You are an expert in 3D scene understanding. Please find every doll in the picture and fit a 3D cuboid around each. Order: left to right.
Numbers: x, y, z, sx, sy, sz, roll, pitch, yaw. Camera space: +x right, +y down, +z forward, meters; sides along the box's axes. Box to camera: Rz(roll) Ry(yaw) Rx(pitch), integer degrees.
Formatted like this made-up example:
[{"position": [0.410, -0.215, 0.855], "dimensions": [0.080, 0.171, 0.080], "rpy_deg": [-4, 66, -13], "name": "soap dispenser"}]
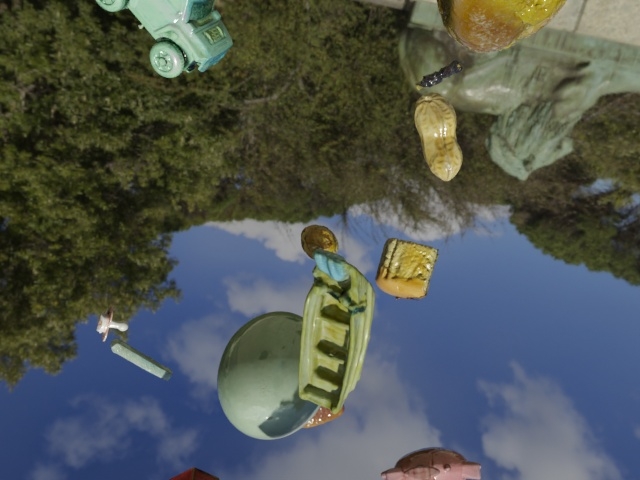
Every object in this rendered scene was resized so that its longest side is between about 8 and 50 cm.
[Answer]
[{"position": [0.234, 0.490, 1.139], "dimensions": [0.211, 0.093, 0.262], "rpy_deg": [-11, 156, 12], "name": "doll"}]

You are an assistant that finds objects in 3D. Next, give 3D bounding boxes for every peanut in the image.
[{"position": [0.399, -0.350, 1.810], "dimensions": [0.147, 0.305, 0.147], "rpy_deg": [-10, -179, 0], "name": "peanut"}]

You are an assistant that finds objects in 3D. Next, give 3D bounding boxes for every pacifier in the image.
[{"position": [-0.558, 0.223, 1.447], "dimensions": [0.078, 0.099, 0.081], "rpy_deg": [15, -171, -24], "name": "pacifier"}]

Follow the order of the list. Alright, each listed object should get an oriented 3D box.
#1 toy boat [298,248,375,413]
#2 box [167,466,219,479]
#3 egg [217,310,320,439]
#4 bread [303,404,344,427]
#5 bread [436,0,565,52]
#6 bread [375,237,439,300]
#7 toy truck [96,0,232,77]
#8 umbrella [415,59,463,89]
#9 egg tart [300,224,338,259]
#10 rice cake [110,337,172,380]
[{"position": [0.026, 0.145, 0.886], "dimensions": [0.111, 0.276, 0.084], "rpy_deg": [17, -157, 33], "name": "toy boat"}, {"position": [-0.313, 0.656, 1.089], "dimensions": [0.089, 0.197, 0.313], "rpy_deg": [42, -153, -35], "name": "box"}, {"position": [-0.112, 0.325, 1.331], "dimensions": [0.276, 0.276, 0.389], "rpy_deg": [14, -160, 1], "name": "egg"}, {"position": [-0.026, 0.525, 1.883], "dimensions": [0.184, 0.234, 0.110], "rpy_deg": [-19, -166, -11], "name": "bread"}, {"position": [0.283, -0.392, 0.813], "dimensions": [0.195, 0.176, 0.246], "rpy_deg": [-17, 168, 8], "name": "bread"}, {"position": [0.277, 0.101, 1.867], "dimensions": [0.162, 0.204, 0.262], "rpy_deg": [17, 172, -22], "name": "bread"}, {"position": [-0.291, -0.450, 1.007], "dimensions": [0.279, 0.156, 0.155], "rpy_deg": [49, -144, -15], "name": "toy truck"}, {"position": [0.320, -0.446, 1.454], "dimensions": [0.040, 0.037, 0.144], "rpy_deg": [8, 165, -39], "name": "umbrella"}, {"position": [0.000, 0.000, 1.648], "dimensions": [0.128, 0.049, 0.129], "rpy_deg": [10, -119, -19], "name": "egg tart"}, {"position": [-0.449, 0.300, 1.346], "dimensions": [0.180, 0.030, 0.042], "rpy_deg": [43, 176, -32], "name": "rice cake"}]
